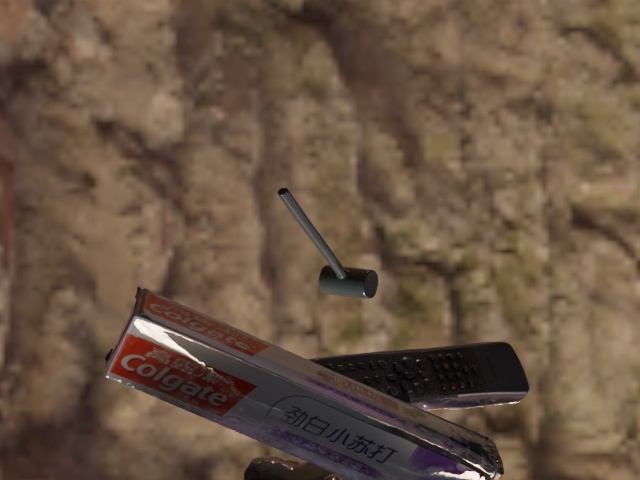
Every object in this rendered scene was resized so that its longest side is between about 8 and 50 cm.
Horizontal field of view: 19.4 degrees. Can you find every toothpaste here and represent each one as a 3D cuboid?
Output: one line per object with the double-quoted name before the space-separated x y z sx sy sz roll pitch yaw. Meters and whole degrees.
"toothpaste" -0.009 0.085 0.912 0.040 0.196 0.047 -90 25 -69

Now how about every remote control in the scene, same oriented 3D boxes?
"remote control" 0.071 0.114 1.498 0.028 0.212 0.059 -56 45 49

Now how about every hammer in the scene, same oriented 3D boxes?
"hammer" 0.000 0.000 1.169 0.110 0.035 0.019 56 -130 -45

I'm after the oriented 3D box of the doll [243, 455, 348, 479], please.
"doll" -0.023 0.243 1.330 0.095 0.149 0.192 38 -116 -32
